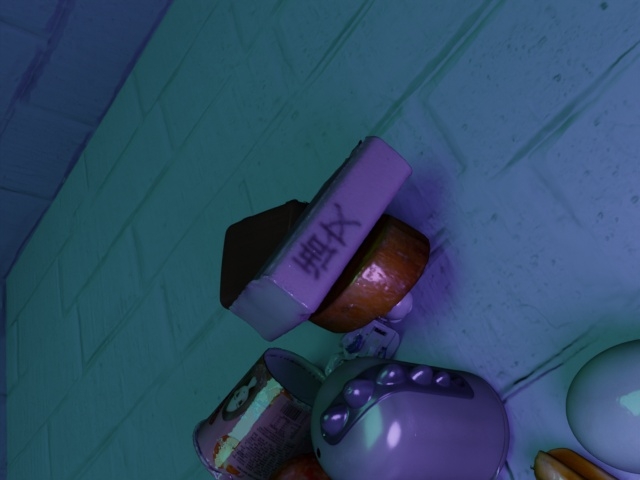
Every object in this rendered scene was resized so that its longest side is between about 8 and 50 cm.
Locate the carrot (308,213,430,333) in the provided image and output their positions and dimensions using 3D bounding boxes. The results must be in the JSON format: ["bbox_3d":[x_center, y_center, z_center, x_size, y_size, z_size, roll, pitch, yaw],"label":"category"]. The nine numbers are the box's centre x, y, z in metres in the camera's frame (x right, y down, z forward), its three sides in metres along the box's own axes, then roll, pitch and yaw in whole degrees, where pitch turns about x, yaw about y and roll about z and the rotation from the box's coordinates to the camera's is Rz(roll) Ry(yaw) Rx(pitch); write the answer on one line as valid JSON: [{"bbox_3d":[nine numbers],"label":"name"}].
[{"bbox_3d":[0.080,0.068,1.388,0.258,0.100,0.307,-52,8,-23],"label":"carrot"}]

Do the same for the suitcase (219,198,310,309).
[{"bbox_3d":[-0.091,0.050,1.646,0.297,0.161,0.236,-16,64,48],"label":"suitcase"}]

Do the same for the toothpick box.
[{"bbox_3d":[0.130,0.283,1.149,0.229,0.317,0.228,-23,59,45],"label":"toothpick box"}]

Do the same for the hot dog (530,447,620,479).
[{"bbox_3d":[0.382,0.357,0.972,0.270,0.109,0.072,29,109,56],"label":"hot dog"}]

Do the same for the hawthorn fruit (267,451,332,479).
[{"bbox_3d":[0.022,0.523,1.265,0.330,0.287,0.287,80,175,-54],"label":"hawthorn fruit"}]

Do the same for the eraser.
[{"bbox_3d":[0.000,0.000,1.378,0.359,0.122,0.272,-53,3,-27],"label":"eraser"}]

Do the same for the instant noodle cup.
[{"bbox_3d":[-0.100,0.364,1.490,0.231,0.243,0.243,-56,40,13],"label":"instant noodle cup"}]

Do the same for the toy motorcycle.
[{"bbox_3d":[0.090,0.185,1.431,0.254,0.113,0.112,-58,39,11],"label":"toy motorcycle"}]

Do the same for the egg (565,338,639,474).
[{"bbox_3d":[0.423,0.207,0.926,0.231,0.168,0.167,-25,58,40],"label":"egg"}]
